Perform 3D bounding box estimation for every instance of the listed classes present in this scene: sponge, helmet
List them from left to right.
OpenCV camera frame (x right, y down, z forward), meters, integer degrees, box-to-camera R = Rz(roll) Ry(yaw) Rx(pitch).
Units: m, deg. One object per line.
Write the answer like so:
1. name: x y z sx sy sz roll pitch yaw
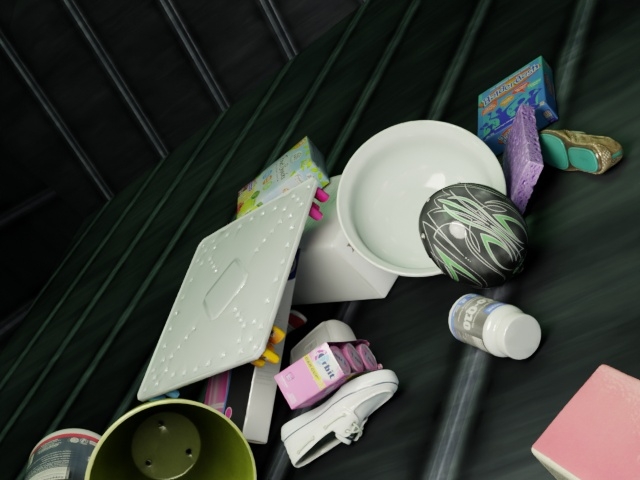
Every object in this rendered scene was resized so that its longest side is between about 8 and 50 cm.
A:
1. helmet: 0.242 -0.011 1.363 0.169 0.161 0.169 -10 59 17
2. sponge: 0.358 -0.145 1.541 0.210 0.031 0.117 -77 0 -53

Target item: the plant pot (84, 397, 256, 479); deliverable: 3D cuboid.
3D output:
1. plant pot: -0.272 0.395 1.529 0.275 0.275 0.293 -49 9 -9

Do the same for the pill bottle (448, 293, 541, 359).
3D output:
1. pill bottle: 0.256 0.127 1.269 0.078 0.078 0.137 -50 23 -11

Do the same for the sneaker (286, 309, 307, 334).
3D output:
1. sneaker: -0.075 0.182 1.794 0.067 0.042 0.118 -52 15 -26

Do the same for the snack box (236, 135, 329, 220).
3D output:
1. snack box: -0.084 -0.115 1.867 0.207 0.070 0.174 -37 22 11

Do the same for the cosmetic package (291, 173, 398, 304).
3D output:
1. cosmetic package: 0.000 0.000 1.822 0.453 0.161 0.230 -10 40 56

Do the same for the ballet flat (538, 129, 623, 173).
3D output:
1. ballet flat: 0.442 -0.154 1.473 0.067 0.073 0.206 -20 22 -12

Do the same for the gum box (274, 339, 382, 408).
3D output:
1. gum box: 0.019 0.218 1.422 0.107 0.062 0.188 -36 -18 17

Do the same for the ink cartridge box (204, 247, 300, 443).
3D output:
1. ink cartridge box: -0.135 0.193 1.658 0.176 0.069 0.371 -7 67 56

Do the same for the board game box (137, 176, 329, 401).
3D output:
1. board game box: -0.162 0.103 1.618 0.390 0.050 0.390 -26 36 44

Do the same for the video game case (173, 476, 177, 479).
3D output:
1. video game case: -0.340 0.520 1.700 0.157 0.019 0.143 -30 26 33

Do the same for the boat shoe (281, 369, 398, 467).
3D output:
1. boat shoe: 0.039 0.292 1.387 0.226 0.083 0.076 -37 51 22

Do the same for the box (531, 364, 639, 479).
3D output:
1. box: 0.345 0.239 0.828 0.127 0.148 0.232 -47 23 -8

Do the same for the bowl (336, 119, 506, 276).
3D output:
1. bowl: 0.184 -0.057 1.559 0.298 0.298 0.134 -49 -21 -9

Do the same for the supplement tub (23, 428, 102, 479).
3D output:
1. supplement tub: -0.519 0.533 1.761 0.191 0.191 0.272 -41 23 10

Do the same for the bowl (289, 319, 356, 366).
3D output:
1. bowl: -0.002 0.214 1.602 0.142 0.053 0.142 -42 24 10

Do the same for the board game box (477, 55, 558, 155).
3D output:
1. board game box: 0.398 -0.273 1.755 0.160 0.047 0.210 -32 25 29
